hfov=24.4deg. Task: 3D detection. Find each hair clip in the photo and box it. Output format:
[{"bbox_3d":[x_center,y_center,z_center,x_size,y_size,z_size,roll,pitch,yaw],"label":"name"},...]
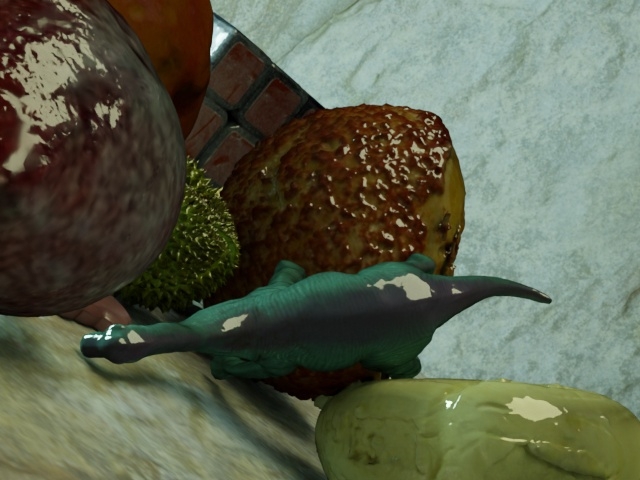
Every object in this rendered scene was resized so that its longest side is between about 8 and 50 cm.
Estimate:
[{"bbox_3d":[-0.227,0.019,1.222,0.138,0.102,0.123,5,-13,20],"label":"hair clip"}]

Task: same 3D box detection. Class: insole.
[{"bbox_3d":[-0.136,0.086,1.678,0.064,0.004,0.188,40,2,29],"label":"insole"}]

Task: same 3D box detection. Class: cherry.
[{"bbox_3d":[-0.196,-0.061,0.951,0.300,0.203,0.230,-83,159,-76],"label":"cherry"}]

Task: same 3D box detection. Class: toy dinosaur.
[{"bbox_3d":[0.019,0.066,1.226,0.331,0.383,0.129,54,28,-86],"label":"toy dinosaur"}]

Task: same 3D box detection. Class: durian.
[{"bbox_3d":[-0.170,-0.010,1.396,0.198,0.146,0.159,32,21,-25],"label":"durian"}]

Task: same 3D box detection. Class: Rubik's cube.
[{"bbox_3d":[-0.214,-0.189,2.199,0.301,0.304,0.305,41,1,39],"label":"Rubik's cube"}]

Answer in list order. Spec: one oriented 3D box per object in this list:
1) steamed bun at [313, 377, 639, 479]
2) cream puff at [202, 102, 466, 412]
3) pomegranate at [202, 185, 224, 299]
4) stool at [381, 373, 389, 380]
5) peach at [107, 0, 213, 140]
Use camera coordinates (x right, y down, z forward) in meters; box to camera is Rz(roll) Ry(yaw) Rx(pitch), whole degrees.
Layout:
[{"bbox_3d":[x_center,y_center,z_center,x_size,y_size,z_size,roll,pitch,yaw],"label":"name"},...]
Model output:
[{"bbox_3d":[0.128,0.205,1.286,0.232,0.166,0.273,9,-10,-43],"label":"steamed bun"},{"bbox_3d":[-0.001,-0.001,1.546,0.229,0.350,0.350,29,5,-15],"label":"cream puff"},{"bbox_3d":[-0.064,0.018,1.815,0.207,0.207,0.207,39,2,-2],"label":"pomegranate"},{"bbox_3d":[0.053,0.145,2.208,0.217,0.121,0.125,86,-21,-53],"label":"stool"},{"bbox_3d":[-0.261,-0.208,1.552,0.302,0.342,0.343,21,-4,19],"label":"peach"}]
